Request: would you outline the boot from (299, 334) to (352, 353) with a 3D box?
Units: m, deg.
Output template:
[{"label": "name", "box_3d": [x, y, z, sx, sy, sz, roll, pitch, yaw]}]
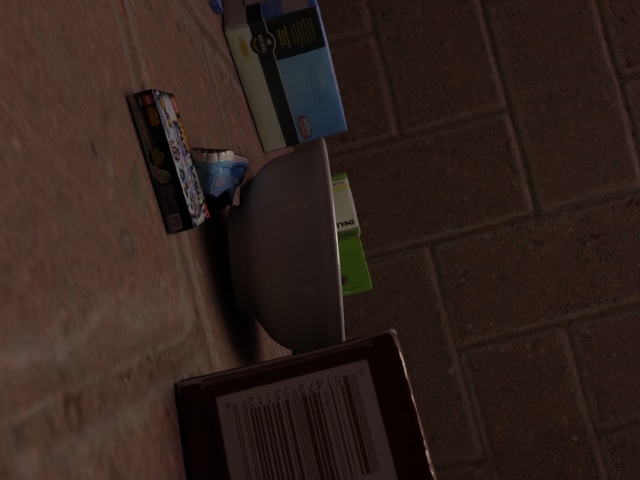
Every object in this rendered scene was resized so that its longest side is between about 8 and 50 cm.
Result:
[{"label": "boot", "box_3d": [0.038, 0.312, 1.386, 0.109, 0.284, 0.220, -34, 148, -47]}]

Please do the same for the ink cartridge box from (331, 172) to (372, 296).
[{"label": "ink cartridge box", "box_3d": [0.000, 0.000, 1.564, 0.097, 0.189, 0.255, 69, 7, -74]}]

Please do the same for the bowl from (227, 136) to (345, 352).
[{"label": "bowl", "box_3d": [-0.046, 0.019, 0.919, 0.298, 0.134, 0.297, -6, 90, -90]}]

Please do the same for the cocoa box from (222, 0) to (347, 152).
[{"label": "cocoa box", "box_3d": [-0.086, -0.444, 1.770, 0.231, 0.228, 0.347, -101, 175, -51]}]

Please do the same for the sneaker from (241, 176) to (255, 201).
[{"label": "sneaker", "box_3d": [-0.080, -0.060, 1.278, 0.275, 0.107, 0.109, -86, 170, -81]}]

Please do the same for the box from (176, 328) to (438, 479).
[{"label": "box", "box_3d": [0.011, 0.205, 0.714, 0.381, 0.191, 0.143, 69, 7, -70]}]

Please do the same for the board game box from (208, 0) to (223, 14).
[{"label": "board game box", "box_3d": [-0.234, -0.540, 1.483, 0.090, 0.020, 0.090, 52, 23, -83]}]

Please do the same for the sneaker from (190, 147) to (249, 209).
[{"label": "sneaker", "box_3d": [-0.132, -0.075, 0.882, 0.162, 0.064, 0.073, -20, 114, -84]}]

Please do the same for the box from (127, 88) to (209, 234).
[{"label": "box", "box_3d": [-0.148, -0.080, 0.698, 0.094, 0.027, 0.136, -94, 168, -81]}]
